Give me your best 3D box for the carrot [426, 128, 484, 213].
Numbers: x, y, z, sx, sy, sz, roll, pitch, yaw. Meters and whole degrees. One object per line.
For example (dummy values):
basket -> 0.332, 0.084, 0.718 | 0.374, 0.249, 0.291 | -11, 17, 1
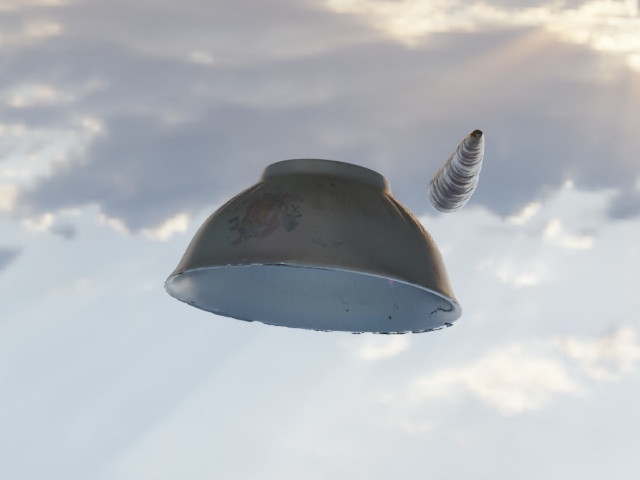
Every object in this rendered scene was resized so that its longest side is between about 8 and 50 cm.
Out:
carrot -> 0.145, -0.074, 1.631 | 0.048, 0.048, 0.216 | 0, 164, -6

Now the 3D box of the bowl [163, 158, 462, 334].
bowl -> 0.000, 0.000, 1.007 | 0.189, 0.086, 0.189 | 6, 166, 2
